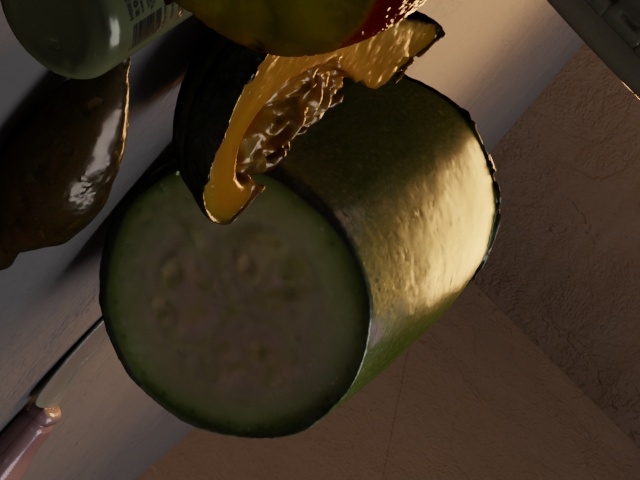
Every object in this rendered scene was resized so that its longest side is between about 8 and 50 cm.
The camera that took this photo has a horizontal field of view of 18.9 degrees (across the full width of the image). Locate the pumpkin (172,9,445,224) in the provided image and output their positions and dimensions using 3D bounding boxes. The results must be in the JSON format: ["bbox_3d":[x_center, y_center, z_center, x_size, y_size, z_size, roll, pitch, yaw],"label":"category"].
[{"bbox_3d":[-0.024,-0.152,1.407,0.278,0.111,0.163,-42,160,-26],"label":"pumpkin"}]

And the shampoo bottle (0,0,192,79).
[{"bbox_3d":[-0.088,-0.151,0.999,0.162,0.079,0.079,-41,173,-40],"label":"shampoo bottle"}]

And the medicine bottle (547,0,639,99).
[{"bbox_3d":[0.344,-0.250,1.819,0.282,0.375,0.123,-40,174,-39],"label":"medicine bottle"}]

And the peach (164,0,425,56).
[{"bbox_3d":[0.011,-0.178,0.872,0.159,0.154,0.267,-48,156,-22],"label":"peach"}]

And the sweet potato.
[{"bbox_3d":[-0.182,-0.027,1.239,0.269,0.075,0.075,-45,175,42],"label":"sweet potato"}]

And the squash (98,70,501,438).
[{"bbox_3d":[0.000,0.000,1.772,0.263,0.263,0.384,-48,174,27],"label":"squash"}]

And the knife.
[{"bbox_3d":[-0.284,0.157,2.047,0.336,0.043,0.081,-54,165,19],"label":"knife"}]
